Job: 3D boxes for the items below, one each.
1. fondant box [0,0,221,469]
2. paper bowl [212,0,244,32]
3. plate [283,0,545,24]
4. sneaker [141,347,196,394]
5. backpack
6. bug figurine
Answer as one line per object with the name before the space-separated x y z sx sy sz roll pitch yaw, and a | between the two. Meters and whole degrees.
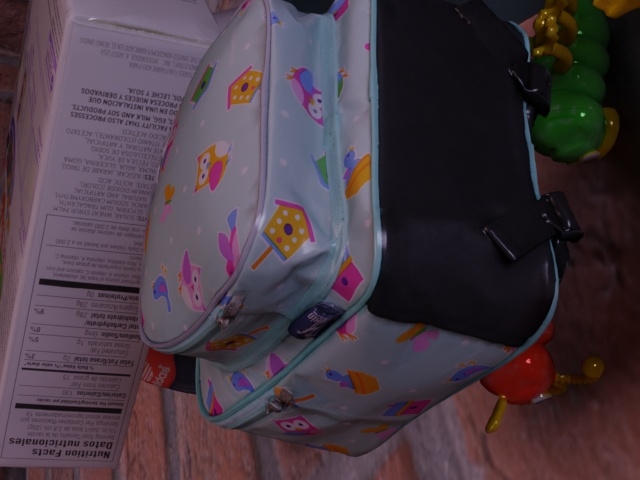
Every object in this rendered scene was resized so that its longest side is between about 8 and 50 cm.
fondant box | -0.168 -0.041 0.708 0.238 0.096 0.330 -115 39 -52
paper bowl | -0.055 -0.057 0.759 0.284 0.148 0.284 -174 90 -68
plate | 0.057 -0.126 0.460 0.188 0.188 0.024 -41 66 58
sneaker | -0.142 -0.019 0.949 0.131 0.148 0.350 121 148 -44
backpack | 0.000 0.000 0.430 0.188 0.145 0.165 121 152 -52
bug figurine | 0.129 -0.035 0.407 0.279 0.072 0.216 143 137 -66
